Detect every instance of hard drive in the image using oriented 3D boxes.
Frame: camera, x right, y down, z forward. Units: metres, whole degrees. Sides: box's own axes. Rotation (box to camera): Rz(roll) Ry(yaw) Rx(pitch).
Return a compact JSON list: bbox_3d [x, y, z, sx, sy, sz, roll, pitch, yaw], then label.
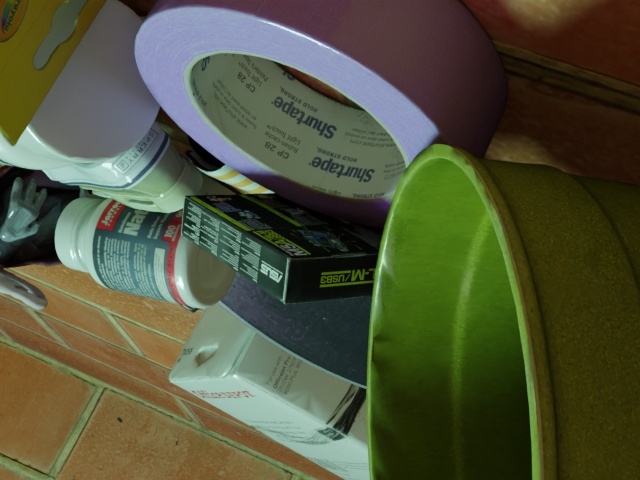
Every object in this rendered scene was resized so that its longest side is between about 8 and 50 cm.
[{"bbox_3d":[0.006,0.064,1.143,0.255,0.054,0.172,32,119,-16],"label":"hard drive"}]

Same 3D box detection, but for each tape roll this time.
[{"bbox_3d":[-0.001,-0.118,0.783,0.275,0.090,0.275,24,160,9],"label":"tape roll"}]

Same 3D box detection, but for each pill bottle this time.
[{"bbox_3d":[-0.187,0.005,1.081,0.180,0.108,0.108,9,155,26],"label":"pill bottle"},{"bbox_3d":[-0.273,-0.147,0.908,0.283,0.161,0.161,11,155,49],"label":"pill bottle"}]

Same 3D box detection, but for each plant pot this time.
[{"bbox_3d":[0.241,0.124,0.675,0.353,0.366,0.366,1,163,-9],"label":"plant pot"}]

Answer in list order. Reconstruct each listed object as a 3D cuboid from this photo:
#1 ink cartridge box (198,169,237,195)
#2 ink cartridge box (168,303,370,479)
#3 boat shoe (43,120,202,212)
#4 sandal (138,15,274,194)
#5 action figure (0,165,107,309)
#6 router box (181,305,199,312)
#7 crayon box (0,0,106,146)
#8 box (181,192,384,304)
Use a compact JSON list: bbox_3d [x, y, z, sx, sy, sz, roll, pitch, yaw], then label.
[{"bbox_3d":[-0.119,0.005,1.237,0.203,0.086,0.148,33,158,-16],"label":"ink cartridge box"},{"bbox_3d":[0.013,0.224,1.502,0.395,0.166,0.285,32,159,-18],"label":"ink cartridge box"},{"bbox_3d":[-0.210,-0.079,1.033,0.094,0.109,0.302,46,171,-25],"label":"boat shoe"},{"bbox_3d":[-0.102,-0.102,0.964,0.265,0.076,0.102,38,157,-29],"label":"sandal"},{"bbox_3d":[-0.435,-0.008,1.364,0.370,0.275,0.248,-9,148,37],"label":"action figure"},{"bbox_3d":[-0.184,0.036,1.210,0.122,0.038,0.092,31,160,-10],"label":"router box"},{"bbox_3d":[-0.252,-0.229,0.650,0.081,0.202,0.318,18,158,25],"label":"crayon box"},{"bbox_3d":[0.000,0.000,0.895,0.184,0.045,0.191,-6,-159,-33],"label":"box"}]
